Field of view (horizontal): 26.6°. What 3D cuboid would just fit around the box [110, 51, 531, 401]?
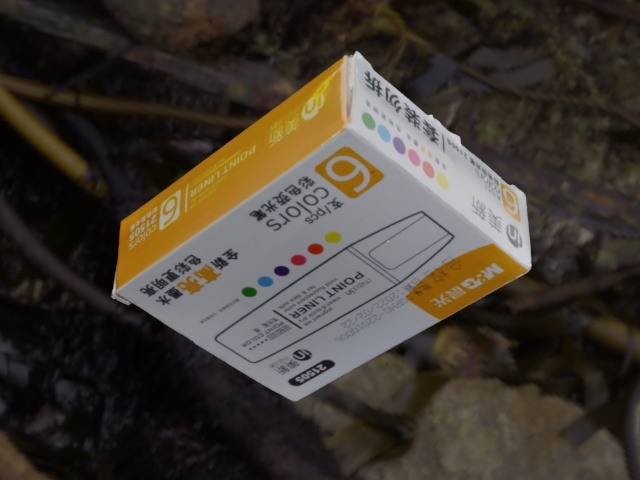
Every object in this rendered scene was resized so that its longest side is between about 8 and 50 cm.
[{"bbox_3d":[0.000,0.000,1.087,0.221,0.274,0.091,33,38,-30],"label":"box"}]
